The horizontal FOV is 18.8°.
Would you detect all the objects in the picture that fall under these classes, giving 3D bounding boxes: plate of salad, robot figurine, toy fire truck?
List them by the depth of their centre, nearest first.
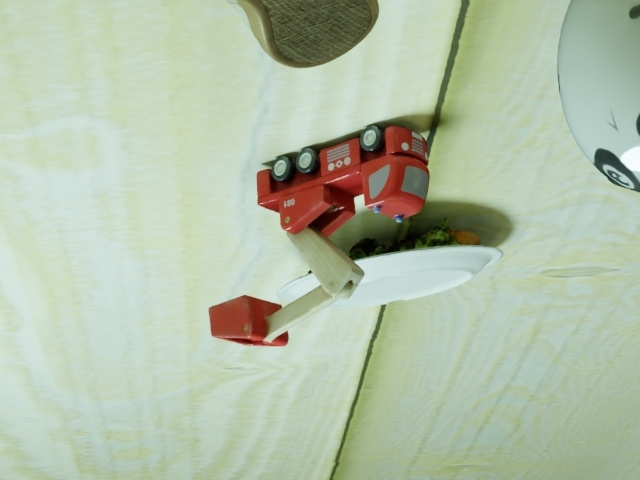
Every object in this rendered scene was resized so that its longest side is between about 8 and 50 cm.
[{"bbox_3d":[0.278,-0.098,1.158,0.278,0.209,0.173,5,-160,-23],"label":"robot figurine"},{"bbox_3d":[0.000,0.000,1.465,0.192,0.135,0.047,-17,158,35],"label":"toy fire truck"},{"bbox_3d":[0.059,0.021,1.681,0.200,0.048,0.200,-10,170,-2],"label":"plate of salad"}]

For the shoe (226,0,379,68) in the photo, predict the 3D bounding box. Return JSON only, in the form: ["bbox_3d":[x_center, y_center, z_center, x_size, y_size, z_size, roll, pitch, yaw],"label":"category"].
[{"bbox_3d":[-0.025,-0.160,1.126,0.077,0.058,0.219,-29,159,12],"label":"shoe"}]
